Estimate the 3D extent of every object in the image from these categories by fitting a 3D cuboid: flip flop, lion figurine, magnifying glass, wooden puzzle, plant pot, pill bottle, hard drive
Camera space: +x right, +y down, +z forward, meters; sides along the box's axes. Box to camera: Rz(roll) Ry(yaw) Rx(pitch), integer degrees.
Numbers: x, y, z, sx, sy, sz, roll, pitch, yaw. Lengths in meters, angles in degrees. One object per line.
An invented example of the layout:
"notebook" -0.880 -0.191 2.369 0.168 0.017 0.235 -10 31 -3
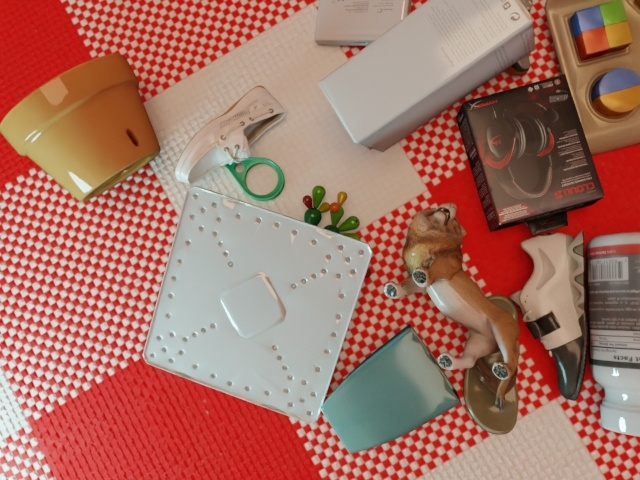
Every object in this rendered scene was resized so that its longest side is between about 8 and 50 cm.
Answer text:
"flip flop" 0.352 0.246 1.322 0.112 0.080 0.277 7 83 5
"lion figurine" 0.277 0.116 1.279 0.142 0.240 0.392 -38 80 38
"magnifying glass" -0.185 -0.162 1.445 0.230 0.026 0.092 27 86 5
"wooden puzzle" 0.659 -0.380 1.344 0.321 0.080 0.348 -14 91 4
"plant pot" 0.127 0.300 1.298 0.234 0.165 0.166 -34 82 4
"pill bottle" 0.616 0.173 1.245 0.210 0.210 0.363 1 84 5
"hard drive" 0.102 -0.579 1.428 0.202 0.040 0.308 6 88 20
"plant pot" -0.468 -0.218 1.362 0.290 0.291 0.204 -34 98 0

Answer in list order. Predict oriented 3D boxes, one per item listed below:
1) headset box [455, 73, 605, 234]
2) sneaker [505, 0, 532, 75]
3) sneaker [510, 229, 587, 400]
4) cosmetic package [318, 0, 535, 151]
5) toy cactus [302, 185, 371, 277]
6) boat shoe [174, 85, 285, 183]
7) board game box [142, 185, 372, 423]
"headset box" 0.427 -0.160 1.349 0.217 0.110 0.294 -14 82 2
"sneaker" 0.411 -0.482 1.398 0.120 0.099 0.263 -17 83 -2
"sneaker" 0.457 0.149 1.318 0.146 0.122 0.331 -3 83 19
"cosmetic package" 0.212 -0.343 1.290 0.384 0.217 0.156 -31 82 16
"toy cactus" 0.000 0.000 1.380 0.180 0.112 0.219 -23 90 11
"boat shoe" -0.185 -0.209 1.391 0.096 0.098 0.277 41 77 13
"board game box" -0.132 0.129 1.344 0.389 0.050 0.390 19 101 7
